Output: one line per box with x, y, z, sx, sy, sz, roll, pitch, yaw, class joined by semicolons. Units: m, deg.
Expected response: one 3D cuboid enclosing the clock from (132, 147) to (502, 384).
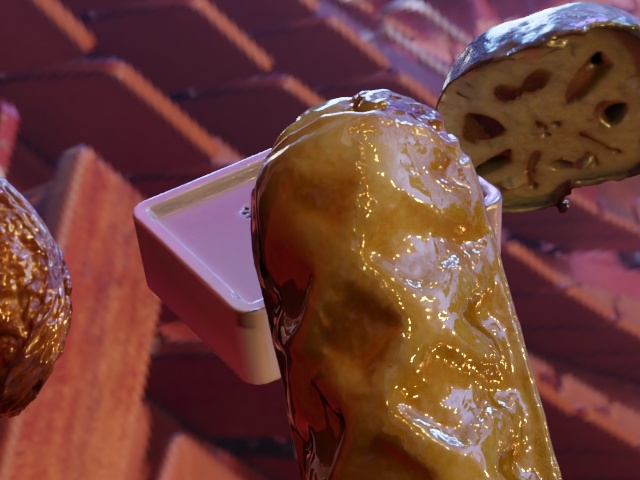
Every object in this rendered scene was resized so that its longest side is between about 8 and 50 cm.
0.000;0.000;1.096;0.197;0.150;0.063;-24;129;-24;clock

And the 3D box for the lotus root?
0.163;-0.107;1.259;0.204;0.183;0.078;99;-15;-51;lotus root

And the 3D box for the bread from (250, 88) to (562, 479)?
0.036;0.077;0.582;0.098;0.087;0.269;1;72;-45;bread

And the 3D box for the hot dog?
-0.187;0.026;0.940;0.065;0.099;0.147;-13;66;-43;hot dog
